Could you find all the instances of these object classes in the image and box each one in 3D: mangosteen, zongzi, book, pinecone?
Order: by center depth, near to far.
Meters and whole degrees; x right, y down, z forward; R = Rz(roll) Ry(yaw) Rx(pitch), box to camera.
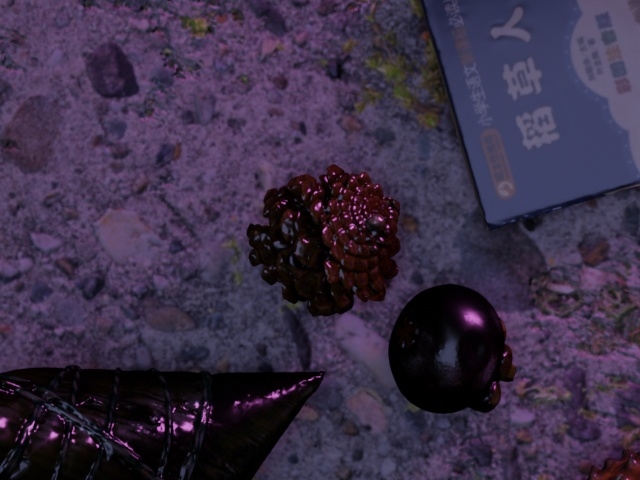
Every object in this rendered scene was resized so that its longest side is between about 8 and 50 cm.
[{"bbox_3d":[0.146,0.120,1.401,0.151,0.137,0.137,24,93,-26],"label":"mangosteen"},{"bbox_3d":[0.000,0.000,1.405,0.174,0.173,0.173,0,89,8],"label":"pinecone"},{"bbox_3d":[-0.193,0.209,1.407,0.383,0.319,0.362,41,85,-10],"label":"zongzi"},{"bbox_3d":[0.340,-0.211,1.412,0.428,0.039,0.300,-17,87,7],"label":"book"}]

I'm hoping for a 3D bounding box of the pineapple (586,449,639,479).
[{"bbox_3d":[0.426,0.254,1.331,0.361,0.175,0.175,-20,86,4],"label":"pineapple"}]
